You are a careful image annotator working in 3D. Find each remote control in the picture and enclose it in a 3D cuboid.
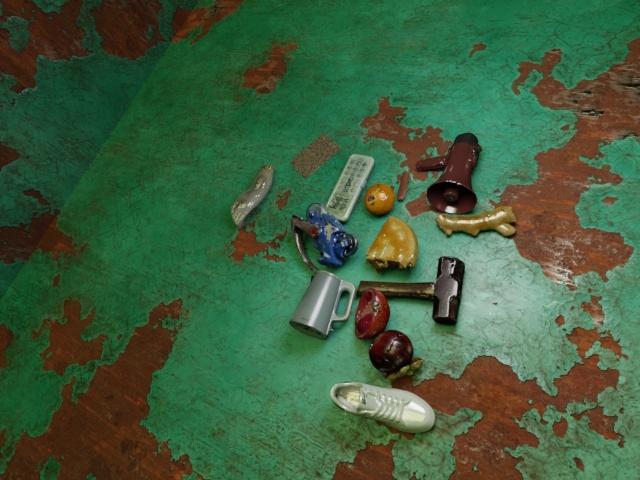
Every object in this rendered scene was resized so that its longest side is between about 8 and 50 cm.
[{"bbox_3d":[0.131,-0.234,2.025,0.128,0.065,0.335,18,73,28],"label":"remote control"}]

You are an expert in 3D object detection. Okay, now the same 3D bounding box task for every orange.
[{"bbox_3d":[0.254,-0.174,1.910,0.135,0.117,0.136,18,114,49],"label":"orange"}]

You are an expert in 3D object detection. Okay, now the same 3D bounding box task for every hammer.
[{"bbox_3d":[0.332,0.187,1.720,0.408,0.095,0.243,-2,64,29],"label":"hammer"}]

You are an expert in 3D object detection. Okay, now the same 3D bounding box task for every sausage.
[{"bbox_3d":[0.357,-0.236,1.945,0.030,0.035,0.147,-5,59,44],"label":"sausage"}]

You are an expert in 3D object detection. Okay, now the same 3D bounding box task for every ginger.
[{"bbox_3d":[0.593,-0.074,1.738,0.298,0.065,0.118,0,77,24],"label":"ginger"}]

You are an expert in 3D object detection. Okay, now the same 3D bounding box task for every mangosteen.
[{"bbox_3d":[0.260,0.407,1.591,0.166,0.166,0.180,-39,82,1],"label":"mangosteen"}]

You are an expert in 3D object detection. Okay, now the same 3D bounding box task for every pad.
[{"bbox_3d":[-0.027,-0.419,2.228,0.235,0.003,0.158,-41,56,0],"label":"pad"}]

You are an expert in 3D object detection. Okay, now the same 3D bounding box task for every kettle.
[{"bbox_3d":[0.020,0.254,1.780,0.210,0.160,0.243,14,65,23],"label":"kettle"}]

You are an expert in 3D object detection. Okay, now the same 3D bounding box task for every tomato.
[{"bbox_3d":[0.201,0.285,1.693,0.099,0.173,0.189,18,56,-14],"label":"tomato"}]

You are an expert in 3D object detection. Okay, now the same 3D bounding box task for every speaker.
[{"bbox_3d":[0.532,-0.269,1.852,0.259,0.198,0.330,-37,26,51],"label":"speaker"}]

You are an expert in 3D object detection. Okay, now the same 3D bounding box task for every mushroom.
[{"bbox_3d":[-0.326,-0.222,2.209,0.109,0.097,0.351,23,72,29],"label":"mushroom"}]

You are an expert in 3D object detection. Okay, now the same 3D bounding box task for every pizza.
[{"bbox_3d":[0.279,0.038,1.791,0.228,0.081,0.290,-30,41,12],"label":"pizza"}]

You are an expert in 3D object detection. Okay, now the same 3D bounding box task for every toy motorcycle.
[{"bbox_3d":[0.017,-0.001,1.922,0.182,0.241,0.319,-18,52,-34],"label":"toy motorcycle"}]

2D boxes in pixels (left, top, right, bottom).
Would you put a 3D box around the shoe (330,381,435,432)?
[{"bbox_3d":[0.200,0.555,1.532,0.362,0.160,0.132,5,69,27],"label":"shoe"}]
